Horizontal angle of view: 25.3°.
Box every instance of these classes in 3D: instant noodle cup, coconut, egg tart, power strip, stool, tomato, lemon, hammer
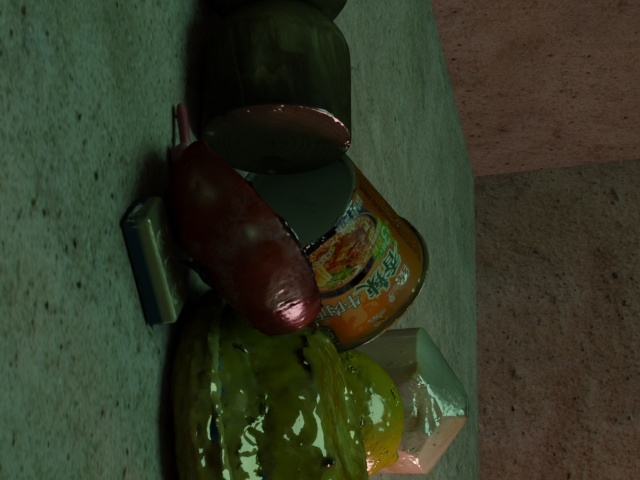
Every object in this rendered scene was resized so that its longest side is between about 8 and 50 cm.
[{"bbox_3d":[0.000,0.000,1.786,0.182,0.230,0.230,58,28,-45],"label":"instant noodle cup"},{"bbox_3d":[0.110,0.240,2.118,0.241,0.241,0.241,-6,90,-77],"label":"coconut"},{"bbox_3d":[-0.046,0.226,1.596,0.388,0.169,0.388,-11,90,-79],"label":"egg tart"},{"bbox_3d":[-0.165,0.019,1.427,0.056,0.032,0.123,-73,153,-63],"label":"power strip"},{"bbox_3d":[-0.052,-0.232,1.714,0.179,0.179,0.264,58,29,-63],"label":"stool"},{"bbox_3d":[-0.092,0.012,1.483,0.228,0.101,0.228,49,-9,10],"label":"tomato"},{"bbox_3d":[0.021,0.223,1.854,0.206,0.173,0.173,48,33,-36],"label":"lemon"},{"bbox_3d":[-0.149,-0.113,1.573,0.052,0.031,0.083,56,24,-71],"label":"hammer"}]
